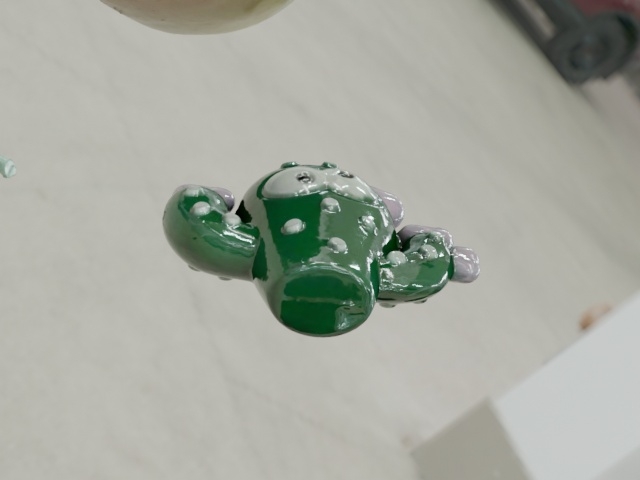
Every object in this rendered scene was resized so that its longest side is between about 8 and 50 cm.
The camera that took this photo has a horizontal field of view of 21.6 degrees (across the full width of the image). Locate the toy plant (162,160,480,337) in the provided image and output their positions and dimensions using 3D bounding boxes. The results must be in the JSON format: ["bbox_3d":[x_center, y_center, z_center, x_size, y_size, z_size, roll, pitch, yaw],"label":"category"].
[{"bbox_3d":[-0.005,-0.001,1.400,0.232,0.113,0.243,-5,26,-32],"label":"toy plant"}]

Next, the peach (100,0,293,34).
[{"bbox_3d":[-0.111,-0.310,1.508,0.247,0.292,0.292,68,16,-2],"label":"peach"}]

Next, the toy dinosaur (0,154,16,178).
[{"bbox_3d":[-0.444,-0.123,2.079,0.129,0.383,0.076,18,53,4],"label":"toy dinosaur"}]
